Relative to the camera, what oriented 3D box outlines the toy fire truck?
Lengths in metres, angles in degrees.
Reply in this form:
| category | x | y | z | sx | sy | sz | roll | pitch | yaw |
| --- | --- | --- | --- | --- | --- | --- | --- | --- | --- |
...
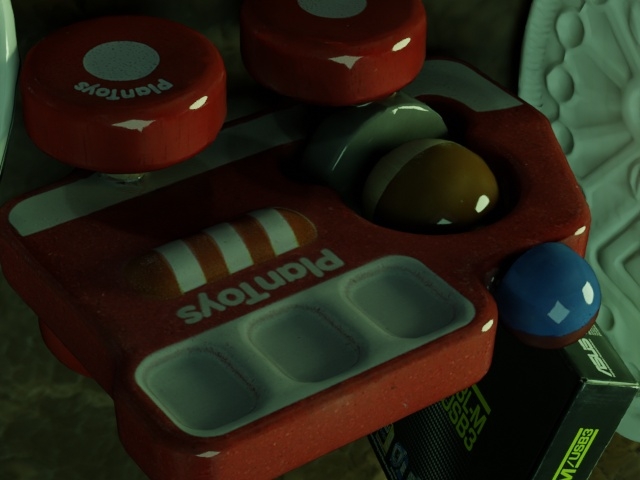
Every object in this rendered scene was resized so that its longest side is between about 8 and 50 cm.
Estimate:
| category | x | y | z | sx | sy | sz | roll | pitch | yaw |
| --- | --- | --- | --- | --- | --- | --- | --- | --- | --- |
| toy fire truck | 0.000 | 0.000 | 0.837 | 0.302 | 0.254 | 0.169 | -20 | 132 | -28 |

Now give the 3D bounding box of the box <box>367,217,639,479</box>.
| category | x | y | z | sx | sy | sz | roll | pitch | yaw |
| --- | --- | --- | --- | --- | --- | --- | --- | --- | --- |
| box | 0.097 | 0.095 | 1.004 | 0.045 | 0.191 | 0.184 | 5 | 124 | -25 |

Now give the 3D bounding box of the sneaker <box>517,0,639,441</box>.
| category | x | y | z | sx | sy | sz | roll | pitch | yaw |
| --- | --- | --- | --- | --- | --- | --- | --- | --- | --- |
| sneaker | 0.251 | -0.054 | 1.016 | 0.236 | 0.130 | 0.323 | -23 | 114 | -33 |

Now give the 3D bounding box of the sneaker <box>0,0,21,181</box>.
| category | x | y | z | sx | sy | sz | roll | pitch | yaw |
| --- | --- | --- | --- | --- | --- | --- | --- | --- | --- |
| sneaker | -0.231 | -0.001 | 0.867 | 0.126 | 0.127 | 0.321 | 16 | 95 | -2 |
